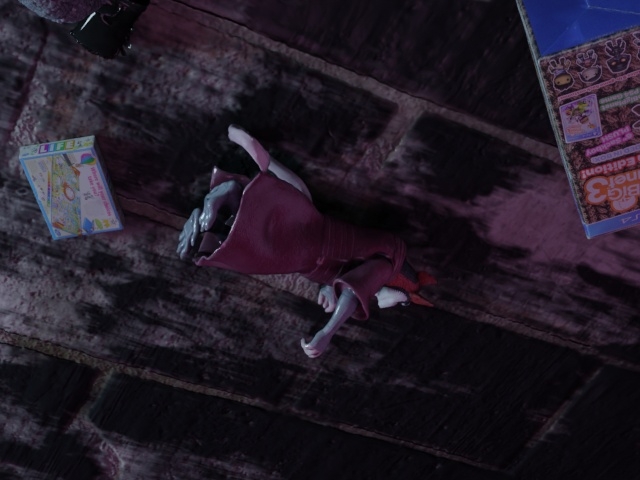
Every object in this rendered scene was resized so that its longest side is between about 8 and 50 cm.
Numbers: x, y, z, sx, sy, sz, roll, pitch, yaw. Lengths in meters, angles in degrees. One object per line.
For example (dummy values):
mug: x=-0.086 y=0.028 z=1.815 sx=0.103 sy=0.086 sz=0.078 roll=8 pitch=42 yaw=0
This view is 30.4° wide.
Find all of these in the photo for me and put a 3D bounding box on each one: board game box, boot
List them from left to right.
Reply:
board game box: x=-0.341 y=-0.071 z=1.630 sx=0.103 sy=0.026 sz=0.154 roll=-8 pitch=133 yaw=4
boot: x=-0.274 y=-0.279 z=1.430 sx=0.121 sy=0.045 sz=0.099 roll=24 pitch=133 yaw=-22
board game box: x=0.338 y=-0.194 z=1.422 sx=0.141 sy=0.232 sz=0.291 roll=-17 pitch=133 yaw=11

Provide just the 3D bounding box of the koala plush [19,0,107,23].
koala plush: x=-0.336 y=-0.328 z=1.285 sx=0.221 sy=0.203 sz=0.196 roll=-1 pitch=173 yaw=34

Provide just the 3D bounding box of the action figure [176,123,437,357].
action figure: x=0.000 y=0.000 z=1.650 sx=0.370 sy=0.248 sz=0.276 roll=14 pitch=104 yaw=-15
